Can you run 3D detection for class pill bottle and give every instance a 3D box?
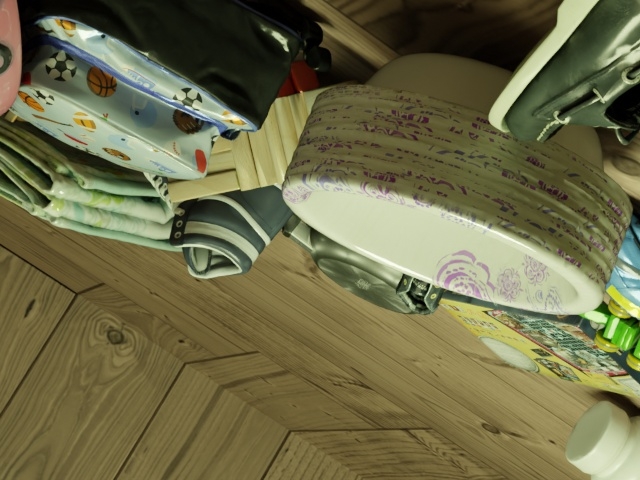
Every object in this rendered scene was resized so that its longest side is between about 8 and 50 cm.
[{"bbox_3d":[0.402,0.284,2.245,0.208,0.117,0.117,34,165,-14],"label":"pill bottle"}]

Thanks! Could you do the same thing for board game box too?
[{"bbox_3d":[0.257,0.104,2.084,0.165,0.042,0.243,41,162,-34],"label":"board game box"}]

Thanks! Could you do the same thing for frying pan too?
[{"bbox_3d":[0.016,0.001,2.221,0.326,0.053,0.197,34,164,-23],"label":"frying pan"}]

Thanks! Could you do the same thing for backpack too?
[{"bbox_3d":[-0.172,-0.175,1.724,0.276,0.213,0.263,33,176,-19],"label":"backpack"}]

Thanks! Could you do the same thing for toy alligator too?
[{"bbox_3d":[0.342,0.102,1.883,0.190,0.051,0.056,31,126,24],"label":"toy alligator"}]

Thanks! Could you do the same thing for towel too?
[{"bbox_3d":[-0.333,-0.095,2.330,0.320,0.090,0.374,27,-174,26],"label":"towel"}]

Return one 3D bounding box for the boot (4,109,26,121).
[{"bbox_3d":[-0.280,-0.177,2.112,0.115,0.112,0.305,24,165,-16],"label":"boot"}]

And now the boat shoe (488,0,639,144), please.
[{"bbox_3d":[0.212,-0.124,1.269,0.113,0.127,0.340,42,156,5],"label":"boat shoe"}]

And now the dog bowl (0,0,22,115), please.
[{"bbox_3d":[-0.386,-0.256,1.617,0.408,0.150,0.408,50,150,44],"label":"dog bowl"}]

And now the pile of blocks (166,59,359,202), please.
[{"bbox_3d":[-0.023,-0.119,1.838,0.362,0.149,0.112,-6,99,52],"label":"pile of blocks"}]

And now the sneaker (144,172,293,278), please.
[{"bbox_3d":[-0.165,-0.057,2.162,0.282,0.153,0.099,23,163,27],"label":"sneaker"}]

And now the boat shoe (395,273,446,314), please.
[{"bbox_3d":[0.122,0.023,2.000,0.065,0.083,0.183,27,165,14],"label":"boat shoe"}]

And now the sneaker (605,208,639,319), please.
[{"bbox_3d":[0.250,-0.018,1.690,0.209,0.069,0.082,39,132,3],"label":"sneaker"}]

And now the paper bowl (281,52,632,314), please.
[{"bbox_3d":[0.122,-0.054,1.559,0.284,0.148,0.284,20,167,5],"label":"paper bowl"}]
